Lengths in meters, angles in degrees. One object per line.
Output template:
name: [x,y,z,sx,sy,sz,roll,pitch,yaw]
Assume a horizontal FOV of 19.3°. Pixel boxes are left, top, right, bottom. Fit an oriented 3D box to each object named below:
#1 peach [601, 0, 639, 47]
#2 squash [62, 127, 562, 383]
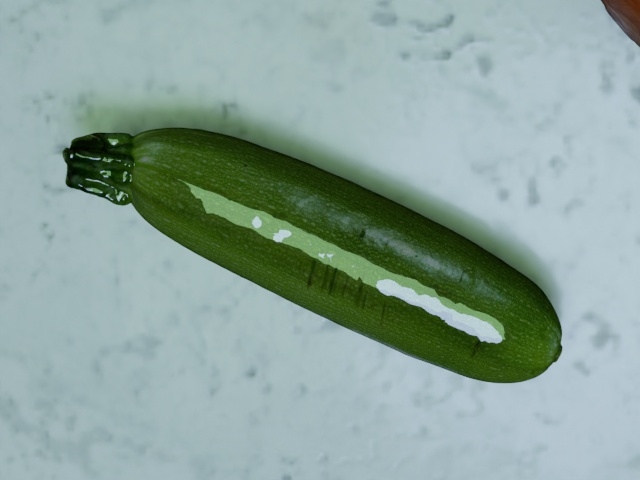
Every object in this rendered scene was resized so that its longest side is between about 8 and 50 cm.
peach: [0.243,-0.210,0.692,0.388,0.388,0.388,1,101,7]
squash: [0.000,0.000,0.900,0.252,0.066,0.066,25,103,1]
